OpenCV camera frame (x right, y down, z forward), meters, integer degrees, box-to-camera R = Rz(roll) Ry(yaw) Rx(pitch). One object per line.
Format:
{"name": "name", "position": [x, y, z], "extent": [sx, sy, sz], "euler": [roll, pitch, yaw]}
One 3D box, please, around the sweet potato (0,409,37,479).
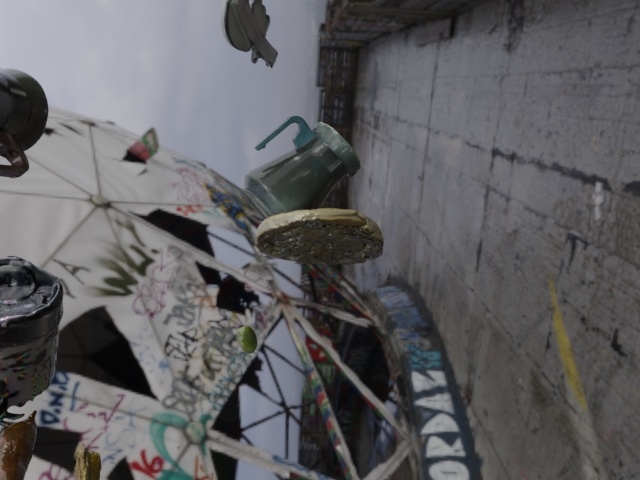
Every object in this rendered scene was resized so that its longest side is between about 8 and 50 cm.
{"name": "sweet potato", "position": [-0.502, 0.368, 0.954], "extent": [0.226, 0.068, 0.068], "euler": [-112, 23, -57]}

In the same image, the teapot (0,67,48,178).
{"name": "teapot", "position": [-0.729, -0.271, 1.208], "extent": [0.300, 0.253, 0.344], "euler": [65, -171, 1]}

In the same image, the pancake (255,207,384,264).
{"name": "pancake", "position": [-0.001, 0.001, 1.200], "extent": [0.282, 0.283, 0.049], "euler": [101, 167, -68]}

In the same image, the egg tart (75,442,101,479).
{"name": "egg tart", "position": [-0.512, 0.510, 1.306], "extent": [0.129, 0.049, 0.128], "euler": [-13, 75, 60]}

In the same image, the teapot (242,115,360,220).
{"name": "teapot", "position": [-0.047, -0.141, 1.244], "extent": [0.203, 0.225, 0.171], "euler": [51, 170, -22]}

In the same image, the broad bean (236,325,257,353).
{"name": "broad bean", "position": [-0.212, 0.288, 1.733], "extent": [0.063, 0.045, 0.083], "euler": [-34, -74, -51]}

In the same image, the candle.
{"name": "candle", "position": [-0.565, 0.201, 1.051], "extent": [0.187, 0.187, 0.330], "euler": [-93, 20, -62]}

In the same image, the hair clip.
{"name": "hair clip", "position": [-0.145, -0.443, 1.201], "extent": [0.140, 0.054, 0.220], "euler": [-66, -24, -19]}
